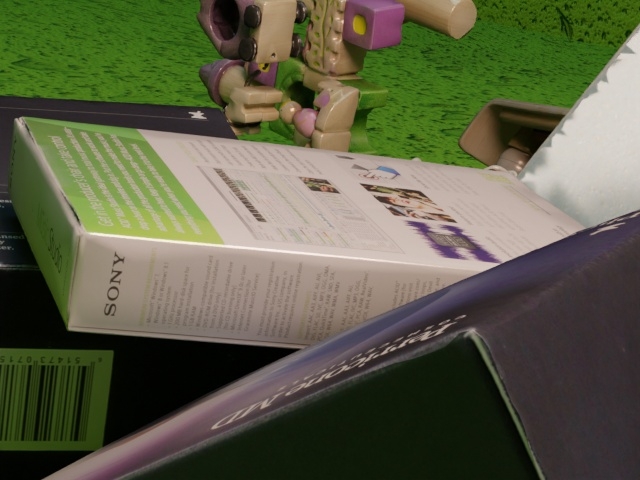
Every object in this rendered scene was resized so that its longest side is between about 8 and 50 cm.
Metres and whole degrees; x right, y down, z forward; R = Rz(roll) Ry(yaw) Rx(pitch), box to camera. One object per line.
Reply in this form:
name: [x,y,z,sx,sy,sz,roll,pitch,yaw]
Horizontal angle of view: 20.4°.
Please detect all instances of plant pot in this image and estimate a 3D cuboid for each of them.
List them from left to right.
plant pot: [0.316,-0.016,1.430,0.252,0.248,0.247,37,-6,15]

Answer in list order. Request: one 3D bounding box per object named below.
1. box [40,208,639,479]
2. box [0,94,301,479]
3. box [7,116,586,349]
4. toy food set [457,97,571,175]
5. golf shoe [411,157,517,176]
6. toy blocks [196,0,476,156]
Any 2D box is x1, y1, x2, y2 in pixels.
box: [0.029,0.128,0.715,0.296,0.183,0.294,-26,-1,28]
box: [-0.202,0.034,1.159,0.343,0.179,0.312,2,23,-17]
box: [0.000,0.000,0.985,0.322,0.058,0.232,7,15,-19]
toy food set: [0.277,-0.045,1.769,0.219,0.092,0.306,30,0,-16]
golf shoe: [0.193,-0.005,1.670,0.272,0.120,0.105,4,13,-15]
toy blocks: [-0.049,-0.151,1.785,0.309,0.289,0.260,-10,29,-43]
